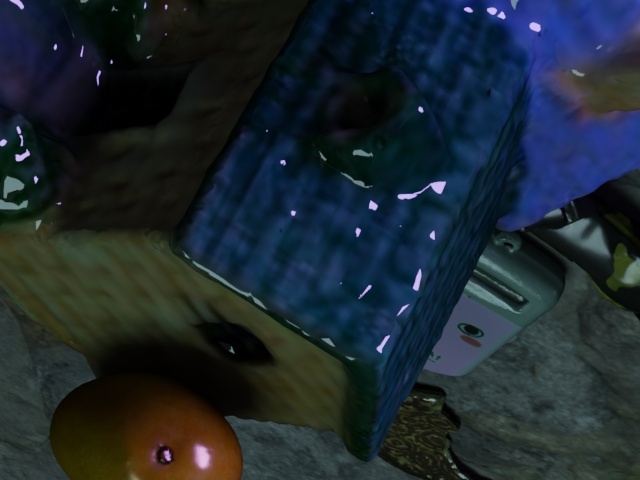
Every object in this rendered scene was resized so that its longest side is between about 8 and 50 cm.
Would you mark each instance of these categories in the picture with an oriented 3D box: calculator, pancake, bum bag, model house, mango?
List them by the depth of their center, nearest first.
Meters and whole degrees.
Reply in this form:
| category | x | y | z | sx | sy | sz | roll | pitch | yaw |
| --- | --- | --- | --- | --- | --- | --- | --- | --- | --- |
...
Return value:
| category | x | y | z | sx | sy | sz | roll | pitch | yaw |
| --- | --- | --- | --- | --- | --- | --- | --- | --- | --- |
| mango | -0.107 | 0.122 | 0.943 | 0.102 | 0.085 | 0.184 | 39 | 165 | -18 |
| model house | 0.009 | -0.099 | 0.950 | 0.342 | 0.382 | 0.334 | 3 | 144 | 42 |
| bum bag | 0.213 | 0.003 | 1.262 | 0.232 | 0.060 | 0.106 | 31 | 157 | -16 |
| calculator | 0.114 | 0.045 | 1.413 | 0.141 | 0.045 | 0.246 | 31 | 148 | -8 |
| pancake | 0.114 | 0.207 | 1.676 | 0.184 | 0.020 | 0.190 | 27 | 150 | 2 |
